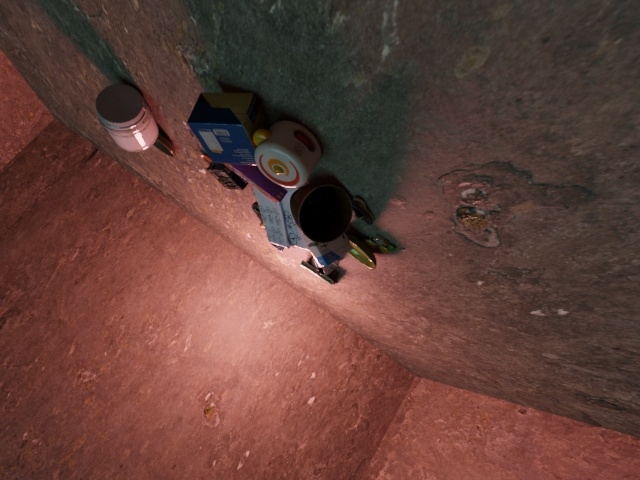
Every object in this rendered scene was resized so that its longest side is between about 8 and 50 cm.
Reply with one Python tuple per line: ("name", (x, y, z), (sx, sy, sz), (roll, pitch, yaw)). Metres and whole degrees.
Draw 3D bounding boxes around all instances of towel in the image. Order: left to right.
("towel", (-0.016, 0.210, 2.569), (0.247, 0.038, 0.325), (32, 174, 5))

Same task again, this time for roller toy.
("roller toy", (-0.108, -0.271, 1.319), (0.191, 0.146, 0.209), (16, 149, 19))

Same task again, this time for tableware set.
("tableware set", (0.244, 0.017, 1.705), (0.104, 0.024, 0.154), (37, 163, -15))

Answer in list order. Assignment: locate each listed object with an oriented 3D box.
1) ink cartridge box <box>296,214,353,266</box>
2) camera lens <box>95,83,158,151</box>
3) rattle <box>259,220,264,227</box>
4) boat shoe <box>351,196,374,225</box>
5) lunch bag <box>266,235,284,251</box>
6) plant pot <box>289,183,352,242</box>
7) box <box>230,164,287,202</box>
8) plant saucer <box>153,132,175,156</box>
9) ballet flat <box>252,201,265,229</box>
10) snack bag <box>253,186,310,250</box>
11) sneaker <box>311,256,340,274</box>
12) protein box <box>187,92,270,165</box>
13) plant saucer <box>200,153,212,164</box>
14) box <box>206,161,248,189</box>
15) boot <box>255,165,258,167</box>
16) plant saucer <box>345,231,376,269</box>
("ink cartridge box", (0.019, -0.014, 1.713), (0.203, 0.148, 0.086), (60, 158, -5))
("camera lens", (-0.894, -0.561, 1.918), (0.219, 0.219, 0.274), (34, 163, 2))
("rattle", (-0.229, -0.035, 2.117), (0.130, 0.142, 0.200), (69, 179, -74))
("boat shoe", (0.150, -0.099, 1.517), (0.056, 0.049, 0.152), (18, 156, 42))
("lunch bag", (-0.210, -0.022, 2.254), (0.096, 0.129, 0.151), (26, 163, 30))
("plant pot", (-0.026, -0.127, 1.564), (0.215, 0.215, 0.230), (45, 175, -31))
("box", (-0.273, -0.260, 1.638), (0.293, 0.057, 0.201), (37, 177, -14))
("plant saucer", (-0.889, -0.550, 2.203), (0.277, 0.041, 0.278), (33, 170, 7))
("ballet flat", (-0.289, -0.117, 2.244), (0.058, 0.084, 0.250), (21, 153, 40))
("snack bag", (-0.170, -0.107, 1.863), (0.342, 0.037, 0.323), (16, 125, 45))
("sneaker", (0.001, 0.138, 2.311), (0.105, 0.115, 0.281), (39, 165, -13))
("protein box", (-0.292, -0.368, 1.370), (0.199, 0.136, 0.201), (7, 154, 16))
("plant saucer", (-0.565, -0.407, 2.073), (0.083, 0.013, 0.083), (31, 163, 10))
("box", (-0.436, -0.319, 1.962), (0.180, 0.078, 0.147), (11, 151, 52))
("boot", (-0.208, -0.316, 1.545), (0.178, 0.085, 0.236), (34, 162, 11))
("plant saucer", (0.163, 0.037, 1.832), (0.241, 0.037, 0.241), (39, 171, 8))
